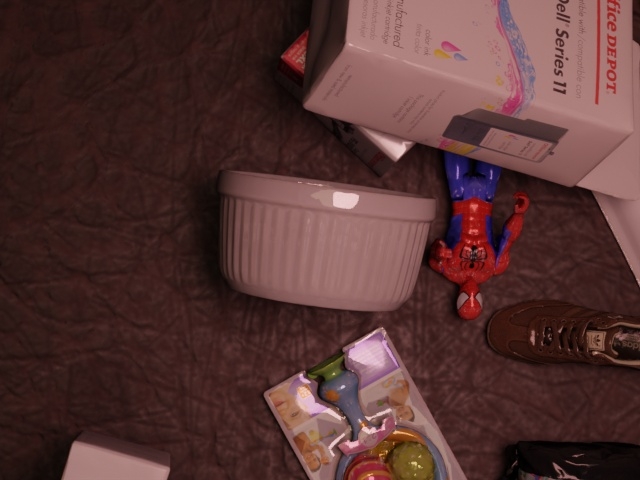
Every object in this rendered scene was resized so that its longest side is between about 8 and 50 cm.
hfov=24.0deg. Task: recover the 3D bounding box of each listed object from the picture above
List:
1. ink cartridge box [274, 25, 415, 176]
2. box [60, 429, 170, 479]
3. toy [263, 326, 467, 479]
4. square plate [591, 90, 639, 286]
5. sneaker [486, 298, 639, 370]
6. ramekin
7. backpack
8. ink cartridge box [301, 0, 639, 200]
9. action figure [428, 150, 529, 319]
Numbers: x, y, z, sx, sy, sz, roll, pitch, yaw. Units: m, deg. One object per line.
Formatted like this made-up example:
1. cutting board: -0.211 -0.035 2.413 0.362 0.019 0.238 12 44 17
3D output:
1. ink cartridge box: 0.032 -0.137 1.459 0.150 0.109 0.063 43 82 0
2. box: -0.198 0.250 1.378 0.091 0.170 0.130 16 84 -5
3. toy: 0.060 0.219 1.460 0.137 0.056 0.237 -29 88 -5
4. square plate: 0.468 -0.044 1.520 0.347 0.049 0.344 -26 88 -7
5. sneaker: 0.259 0.091 1.476 0.188 0.071 0.066 4 84 0
6. ramekin: 0.000 0.000 1.404 0.207 0.207 0.109 8 94 -4
7. backpack: 0.251 0.286 1.442 0.152 0.115 0.182 3 88 -7
8. ink cartridge box: 0.173 -0.184 1.397 0.353 0.119 0.207 15 60 -16
9. action figure: 0.152 -0.063 1.455 0.091 0.139 0.280 2 88 -4
